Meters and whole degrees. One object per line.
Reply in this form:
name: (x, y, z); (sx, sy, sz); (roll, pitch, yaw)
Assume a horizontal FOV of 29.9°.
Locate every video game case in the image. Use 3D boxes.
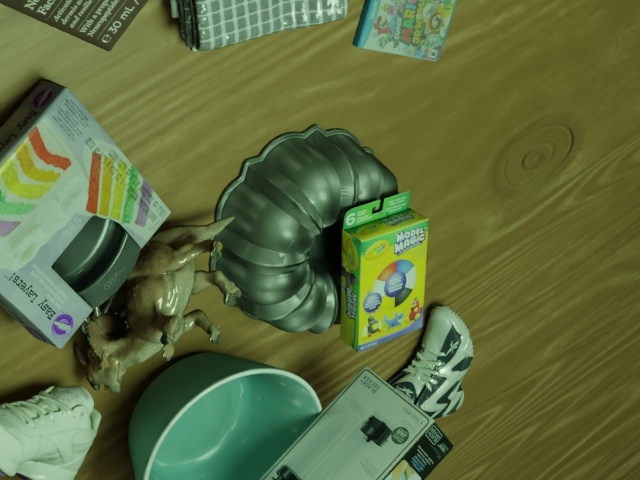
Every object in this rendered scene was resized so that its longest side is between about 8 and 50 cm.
video game case: (0.131, -0.337, 1.797); (0.166, 0.015, 0.119); (2, 112, -39)

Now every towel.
towel: (-0.083, -0.389, 1.526); (0.235, 0.121, 0.284); (-22, 126, -26)

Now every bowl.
bowl: (-0.166, 0.295, 1.812); (0.311, 0.163, 0.312); (-18, 123, -30)

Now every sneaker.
sneaker: (0.180, 0.234, 2.097); (0.153, 0.094, 0.235); (-28, 139, -34)
sneaker: (-0.396, 0.245, 1.618); (0.152, 0.114, 0.305); (-56, 160, -8)

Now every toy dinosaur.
toy dinosaur: (-0.234, 0.070, 1.659); (0.296, 0.200, 0.127); (-68, 152, -16)

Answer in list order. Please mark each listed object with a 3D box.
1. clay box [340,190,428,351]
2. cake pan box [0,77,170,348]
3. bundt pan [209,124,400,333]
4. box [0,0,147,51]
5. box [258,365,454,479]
clay box: (0.095, 0.046, 1.784); (0.127, 0.053, 0.222); (-19, 125, -30)
cake pan box: (-0.341, -0.027, 1.530); (0.246, 0.070, 0.267); (-51, 135, -19)
bundt pan: (0.000, 0.000, 1.807); (0.330, 0.124, 0.331); (-18, 123, -29)
box: (-0.339, -0.373, 1.285); (0.381, 0.143, 0.191); (20, 123, -41)
box: (0.035, 0.349, 1.776); (0.290, 0.169, 0.087); (-47, 136, -10)
